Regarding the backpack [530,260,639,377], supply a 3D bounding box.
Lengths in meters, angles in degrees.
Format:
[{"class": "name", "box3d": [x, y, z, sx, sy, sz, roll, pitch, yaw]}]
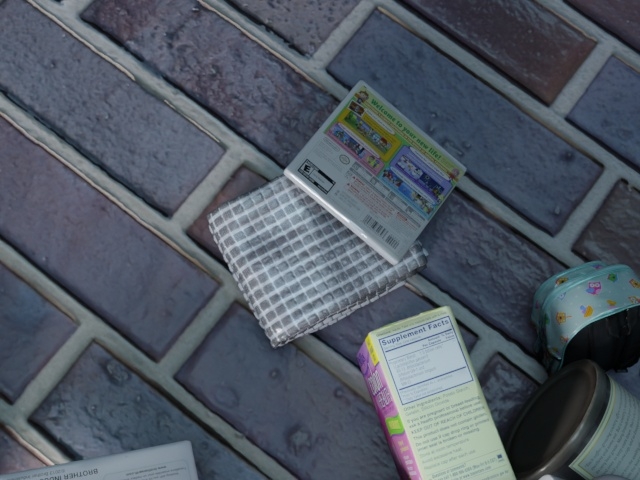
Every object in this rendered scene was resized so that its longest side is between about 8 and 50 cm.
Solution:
[{"class": "backpack", "box3d": [0.396, 0.113, 1.286, 0.165, 0.188, 0.144, -17, 60, -5]}]

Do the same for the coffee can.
[{"class": "coffee can", "box3d": [0.413, 0.323, 1.198, 0.275, 0.201, 0.201, 37, 77, -3]}]

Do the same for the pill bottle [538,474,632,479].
[{"class": "pill bottle", "box3d": [0.394, 0.387, 1.018, 0.323, 0.181, 0.181, 22, 75, 0]}]

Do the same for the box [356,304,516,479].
[{"class": "box", "box3d": [0.150, 0.238, 1.228, 0.117, 0.213, 0.243, -17, 77, -7]}]

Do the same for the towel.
[{"class": "towel", "box3d": [0.000, 0.000, 1.336, 0.283, 0.121, 0.235, -28, 79, -9]}]

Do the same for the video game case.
[{"class": "video game case", "box3d": [0.084, -0.102, 1.298, 0.212, 0.023, 0.193, 39, 70, -4]}]

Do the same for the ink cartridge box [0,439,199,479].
[{"class": "ink cartridge box", "box3d": [-0.262, 0.481, 1.106, 0.270, 0.151, 0.395, -6, 58, -20]}]
